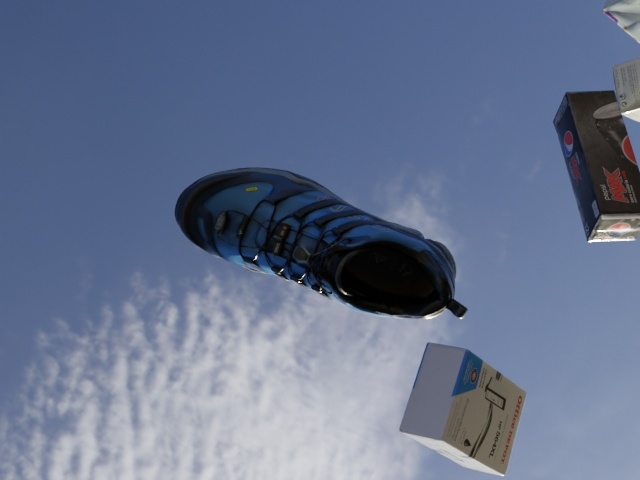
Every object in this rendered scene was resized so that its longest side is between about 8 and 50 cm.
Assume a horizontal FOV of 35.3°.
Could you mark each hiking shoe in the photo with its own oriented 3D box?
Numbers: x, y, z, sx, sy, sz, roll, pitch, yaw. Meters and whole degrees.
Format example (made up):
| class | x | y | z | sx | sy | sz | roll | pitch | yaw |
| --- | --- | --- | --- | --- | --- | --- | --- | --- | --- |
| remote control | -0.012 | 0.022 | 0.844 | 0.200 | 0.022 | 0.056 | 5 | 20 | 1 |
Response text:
| class | x | y | z | sx | sy | sz | roll | pitch | yaw |
| --- | --- | --- | --- | --- | --- | --- | --- | --- | --- |
| hiking shoe | 0.000 | 0.000 | 1.014 | 0.304 | 0.132 | 0.113 | 15 | -83 | -3 |

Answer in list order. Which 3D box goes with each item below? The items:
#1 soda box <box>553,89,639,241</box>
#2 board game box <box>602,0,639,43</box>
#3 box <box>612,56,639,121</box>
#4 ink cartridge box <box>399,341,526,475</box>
| class | x | y | z | sx | sy | sz | roll | pitch | yaw |
| --- | --- | --- | --- | --- | --- | --- | --- | --- | --- |
| soda box | 0.302 | -0.082 | 1.081 | 0.060 | 0.053 | 0.168 | -3 | -123 | -5 |
| board game box | 0.575 | -0.451 | 1.590 | 0.142 | 0.144 | 0.275 | 33 | -118 | -20 |
| box | 0.657 | -0.289 | 1.734 | 0.113 | 0.275 | 0.094 | 7 | -106 | -48 |
| ink cartridge box | 0.229 | 0.267 | 1.577 | 0.203 | 0.086 | 0.148 | 35 | -112 | -43 |
